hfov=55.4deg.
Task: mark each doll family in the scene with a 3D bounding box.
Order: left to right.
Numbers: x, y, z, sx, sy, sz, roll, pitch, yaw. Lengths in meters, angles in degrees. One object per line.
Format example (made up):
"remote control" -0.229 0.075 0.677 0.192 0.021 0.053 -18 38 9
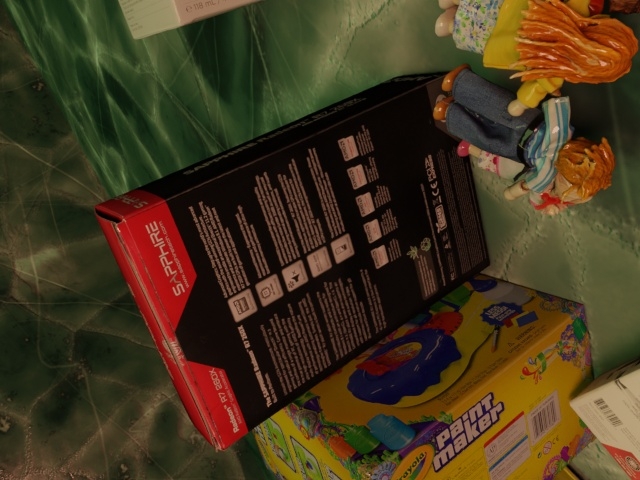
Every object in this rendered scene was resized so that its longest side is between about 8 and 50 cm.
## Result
"doll family" 0.165 -0.113 0.481 0.163 0.118 0.263 39 146 38

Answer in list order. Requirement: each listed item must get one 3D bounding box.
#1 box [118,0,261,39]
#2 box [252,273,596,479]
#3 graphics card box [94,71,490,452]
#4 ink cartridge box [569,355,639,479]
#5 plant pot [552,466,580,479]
"box" -0.147 -0.340 0.756 0.182 0.181 0.119 18 132 55
"box" 0.097 0.176 0.688 0.279 0.290 0.177 17 130 54
"graphics card box" 0.000 0.000 0.604 0.094 0.370 0.233 16 130 55
"ink cartridge box" 0.309 0.155 0.550 0.099 0.056 0.135 53 153 16
"plant pot" 0.240 0.397 0.766 0.212 0.212 0.187 46 163 30
